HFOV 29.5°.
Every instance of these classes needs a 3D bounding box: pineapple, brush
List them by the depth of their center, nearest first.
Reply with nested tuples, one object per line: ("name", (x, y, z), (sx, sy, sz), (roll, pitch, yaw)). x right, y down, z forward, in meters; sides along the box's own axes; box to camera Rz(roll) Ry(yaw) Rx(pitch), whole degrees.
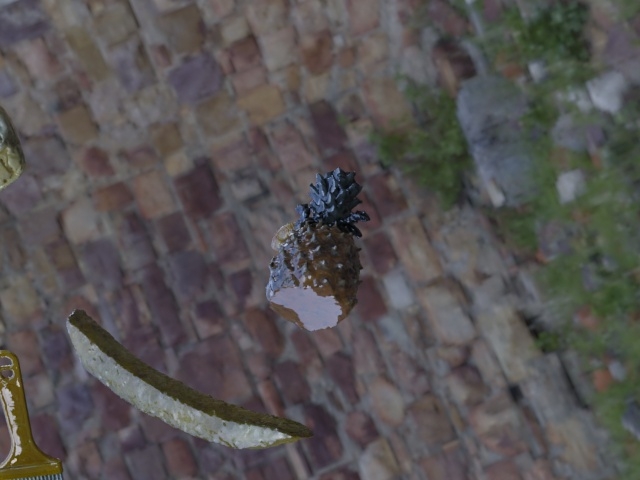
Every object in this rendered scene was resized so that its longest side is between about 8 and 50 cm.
("brush", (-0.449, 0.282, 1.813), (0.013, 0.103, 0.272), (-105, 8, -65))
("pineapple", (0.000, 0.000, 1.972), (0.158, 0.157, 0.279), (73, -158, -52))

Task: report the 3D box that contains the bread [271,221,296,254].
("bread", (-0.041, 0.014, 2.306), (0.111, 0.083, 0.044), (50, -170, -27))

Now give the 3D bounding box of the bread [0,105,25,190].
("bread", (-0.521, -0.101, 1.647), (0.106, 0.236, 0.140), (57, 169, 19))

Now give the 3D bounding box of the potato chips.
("potato chips", (-0.198, 0.210, 1.663), (0.406, 0.080, 0.057), (24, -169, 23))
